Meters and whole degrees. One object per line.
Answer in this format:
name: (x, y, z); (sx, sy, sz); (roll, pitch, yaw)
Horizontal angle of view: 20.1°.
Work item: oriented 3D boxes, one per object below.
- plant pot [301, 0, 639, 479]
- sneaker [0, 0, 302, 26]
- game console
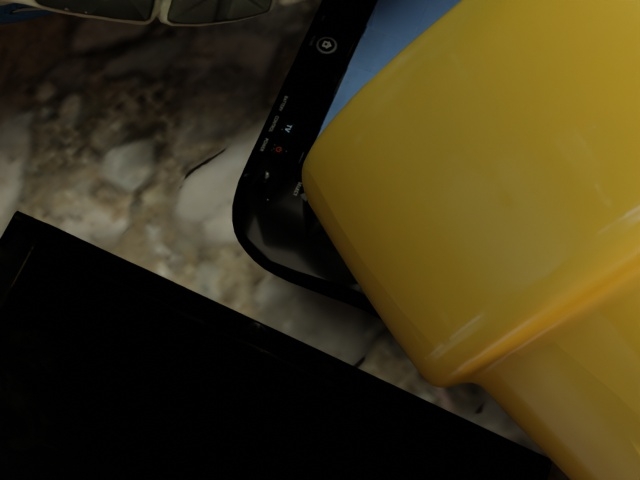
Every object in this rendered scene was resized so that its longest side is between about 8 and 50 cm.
plant pot: (0.161, 0.013, 0.553); (0.254, 0.254, 0.239); (-31, 82, -5)
sneaker: (-0.103, -0.150, 0.727); (0.330, 0.130, 0.147); (-9, 21, 12)
game console: (0.000, 0.000, 0.674); (0.213, 0.044, 0.361); (25, 61, -2)
